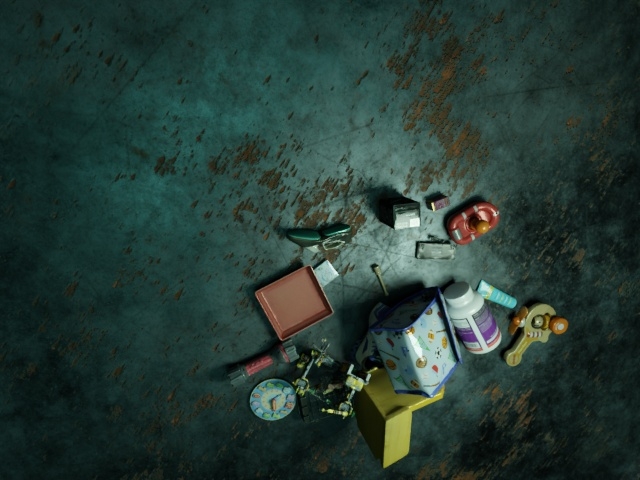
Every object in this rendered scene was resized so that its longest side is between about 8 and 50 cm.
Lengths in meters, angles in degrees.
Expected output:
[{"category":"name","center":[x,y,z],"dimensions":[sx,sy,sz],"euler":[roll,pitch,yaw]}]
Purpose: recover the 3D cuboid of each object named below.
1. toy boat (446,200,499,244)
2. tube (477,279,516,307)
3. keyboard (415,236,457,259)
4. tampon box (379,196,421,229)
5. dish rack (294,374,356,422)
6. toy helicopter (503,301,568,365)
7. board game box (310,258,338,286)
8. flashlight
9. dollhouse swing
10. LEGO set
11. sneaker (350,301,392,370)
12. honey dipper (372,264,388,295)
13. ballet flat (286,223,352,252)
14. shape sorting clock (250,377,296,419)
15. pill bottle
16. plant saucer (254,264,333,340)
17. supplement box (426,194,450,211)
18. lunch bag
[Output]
[{"category":"toy boat","center":[0.683,-0.072,1.829],"dimensions":[0.231,0.151,0.151],"euler":[-31,109,-4]},{"category":"tube","center":[0.844,0.265,2.012],"dimensions":[0.207,0.052,0.080],"euler":[24,86,-12]},{"category":"keyboard","center":[0.520,0.034,1.871],"dimensions":[0.180,0.023,0.108],"euler":[2,110,-5]},{"category":"tampon box","center":[0.326,-0.116,1.726],"dimensions":[0.121,0.161,0.101],"euler":[-7,106,-10]},{"category":"dish rack","center":[0.027,0.715,1.915],"dimensions":[0.272,0.074,0.208],"euler":[-12,108,-12]},{"category":"toy helicopter","center":[1.012,0.460,2.054],"dimensions":[0.235,0.140,0.355],"euler":[29,98,-16]},{"category":"board game box","center":[0.017,0.140,1.791],"dimensions":[0.090,0.020,0.090],"euler":[-36,109,-2]},{"category":"flashlight","center":[-0.244,0.523,1.776],"dimensions":[0.304,0.103,0.103],"euler":[-25,142,-11]},{"category":"dollhouse swing","center":[0.349,0.737,1.853],"dimensions":[0.305,0.347,0.315],"euler":[-4,105,-17]},{"category":"LEGO set","center":[0.052,0.599,1.770],"dimensions":[0.331,0.192,0.255],"euler":[37,73,-1]},{"category":"sneaker","center":[0.260,0.450,1.843],"dimensions":[0.128,0.182,0.315],"euler":[25,97,-19]},{"category":"honey dipper","center":[0.273,0.180,1.859],"dimensions":[0.031,0.030,0.160],"euler":[-27,111,-6]},{"category":"ballet flat","center":[0.000,0.000,1.716],"dimensions":[0.281,0.095,0.096],"euler":[-6,117,-12]},{"category":"shape sorting clock","center":[-0.211,0.714,1.870],"dimensions":[0.206,0.040,0.206],"euler":[-3,104,-13]},{"category":"pill bottle","center":[0.690,0.352,1.922],"dimensions":[0.182,0.181,0.322],"euler":[-33,109,-4]},{"category":"plant saucer","center":[-0.110,0.259,1.776],"dimensions":[0.259,0.048,0.258],"euler":[-27,109,-5]},{"category":"supplement box","center":[0.511,-0.164,1.815],"dimensions":[0.083,0.055,0.043],"euler":[-21,109,-7]},{"category":"lunch bag","center":[0.443,0.413,1.770],"dimensions":[0.385,0.239,0.327],"euler":[-28,102,-41]}]
